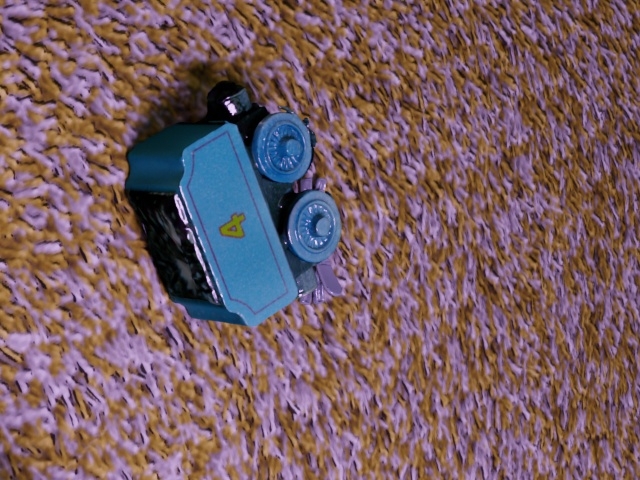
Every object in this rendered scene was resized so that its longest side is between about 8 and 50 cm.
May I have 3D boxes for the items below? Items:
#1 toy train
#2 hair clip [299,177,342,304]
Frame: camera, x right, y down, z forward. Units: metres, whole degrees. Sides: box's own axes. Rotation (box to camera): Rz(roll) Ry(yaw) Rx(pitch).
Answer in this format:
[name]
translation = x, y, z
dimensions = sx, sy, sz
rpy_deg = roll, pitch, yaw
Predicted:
[toy train]
translation = -0.074, -0.027, 1.664
dimensions = 0.154, 0.107, 0.198
rpy_deg = -34, 113, -34
[hair clip]
translation = 0.001, 0.000, 1.788
dimensions = 0.030, 0.039, 0.115
rpy_deg = -2, 88, -52
